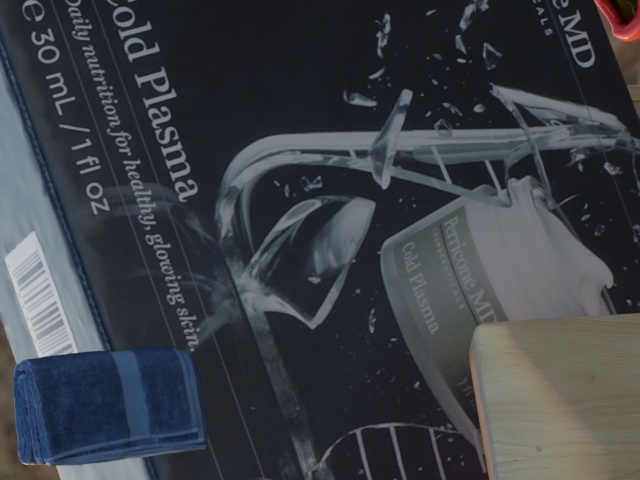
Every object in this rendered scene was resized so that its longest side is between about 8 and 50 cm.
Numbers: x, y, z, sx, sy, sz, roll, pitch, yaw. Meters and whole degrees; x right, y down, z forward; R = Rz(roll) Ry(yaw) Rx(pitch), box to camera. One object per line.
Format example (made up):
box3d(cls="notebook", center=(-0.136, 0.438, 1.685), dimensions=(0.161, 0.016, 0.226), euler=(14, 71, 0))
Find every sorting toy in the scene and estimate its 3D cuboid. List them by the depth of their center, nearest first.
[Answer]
box3d(cls="sorting toy", center=(0.223, 0.171, 0.827), dimensions=(0.089, 0.257, 0.255), euler=(96, 169, -58))

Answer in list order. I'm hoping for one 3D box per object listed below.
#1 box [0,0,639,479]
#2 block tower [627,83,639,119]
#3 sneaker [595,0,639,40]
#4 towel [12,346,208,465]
box3d(cls="box", center=(0.000, 0.000, 1.194), dimensions=(0.297, 0.472, 0.479), euler=(-27, 83, 65))
box3d(cls="block tower", center=(0.334, 0.007, 1.415), dimensions=(0.091, 0.097, 0.335), euler=(-39, 60, 60))
box3d(cls="sneaker", center=(0.348, -0.374, 1.838), dimensions=(0.107, 0.118, 0.279), euler=(-21, 107, 46))
box3d(cls="towel", center=(-0.123, 0.098, 0.885), dimensions=(0.029, 0.119, 0.067), euler=(-23, 73, 50))
